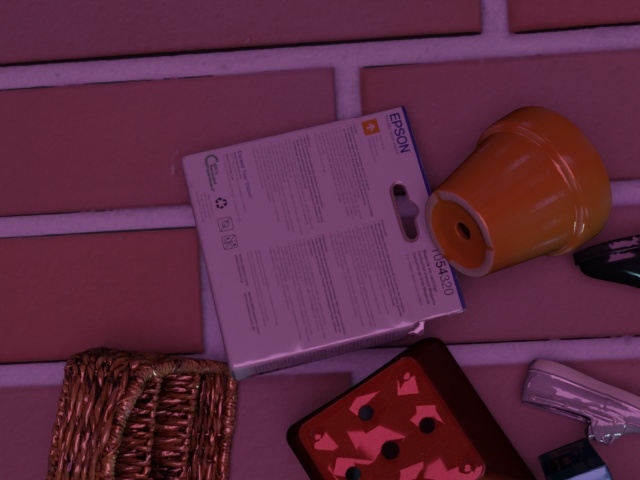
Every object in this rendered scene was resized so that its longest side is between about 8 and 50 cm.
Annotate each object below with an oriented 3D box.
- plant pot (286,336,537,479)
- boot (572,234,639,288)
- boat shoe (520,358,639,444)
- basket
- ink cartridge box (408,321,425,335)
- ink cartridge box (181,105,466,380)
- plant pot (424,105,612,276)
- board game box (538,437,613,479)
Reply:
[{"bbox_3d":[0.108,0.289,1.755,0.267,0.236,0.267,-34,74,1],"label":"plant pot"},{"bbox_3d":[0.487,0.089,1.825,0.246,0.094,0.207,-9,84,-1],"label":"boot"},{"bbox_3d":[0.387,0.242,1.836,0.227,0.079,0.081,23,77,12],"label":"boat shoe"},{"bbox_3d":[-0.246,0.306,1.828,0.223,0.213,0.299,8,90,6],"label":"basket"},{"bbox_3d":[0.061,0.079,1.881,0.181,0.061,0.104,5,88,6],"label":"ink cartridge box"},{"bbox_3d":[0.000,0.000,1.833,0.330,0.071,0.324,-13,69,-5],"label":"ink cartridge box"},{"bbox_3d":[0.249,-0.049,1.762,0.188,0.205,0.205,-31,86,-28],"label":"plant pot"},{"bbox_3d":[0.392,0.446,1.747,0.079,0.254,0.336,-22,87,5],"label":"board game box"}]
